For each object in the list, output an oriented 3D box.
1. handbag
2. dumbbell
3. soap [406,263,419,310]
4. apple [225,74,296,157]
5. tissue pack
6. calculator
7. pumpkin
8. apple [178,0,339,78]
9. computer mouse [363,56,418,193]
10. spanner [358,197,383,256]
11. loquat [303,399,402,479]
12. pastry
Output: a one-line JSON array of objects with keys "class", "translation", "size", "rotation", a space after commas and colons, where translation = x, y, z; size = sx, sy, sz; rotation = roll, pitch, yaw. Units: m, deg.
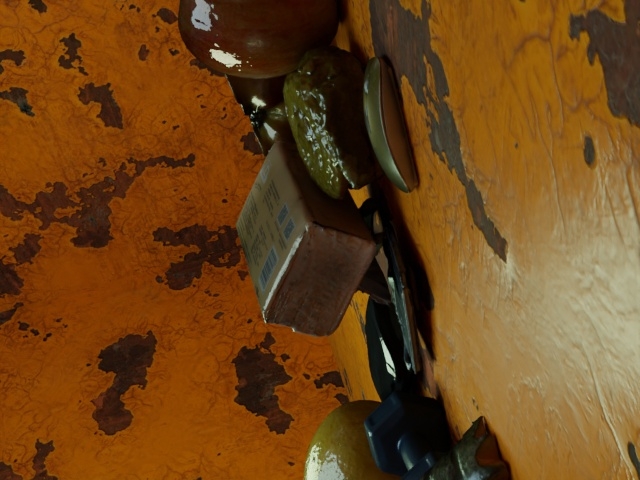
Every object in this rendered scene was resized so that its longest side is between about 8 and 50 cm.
[{"class": "handbag", "translation": [0.137, 0.235, 1.872], "size": [0.332, 0.075, 0.191], "rotation": [81, 171, -62]}, {"class": "dumbbell", "translation": [0.174, 0.375, 1.538], "size": [0.325, 0.144, 0.160], "rotation": [-126, 22, -74]}, {"class": "soap", "translation": [0.155, 0.079, 1.551], "size": [0.034, 0.012, 0.089], "rotation": [-109, 5, -59]}, {"class": "apple", "translation": [-0.123, -0.310, 1.844], "size": [0.295, 0.329, 0.365], "rotation": [-65, 24, 21]}, {"class": "tissue pack", "translation": [0.000, 0.000, 1.649], "size": [0.305, 0.239, 0.238], "rotation": [-113, 9, -55]}, {"class": "calculator", "translation": [0.136, 0.094, 1.565], "size": [0.274, 0.028, 0.165], "rotation": [77, -178, -48]}, {"class": "pumpkin", "translation": [0.202, 0.397, 1.307], "size": [0.130, 0.149, 0.254], "rotation": [-95, -8, -73]}, {"class": "apple", "translation": [-0.095, -0.407, 1.547], "size": [0.301, 0.302, 0.301], "rotation": [164, 90, -85]}, {"class": "computer mouse", "translation": [0.093, -0.161, 1.320], "size": [0.102, 0.045, 0.199], "rotation": [-134, 27, -74]}, {"class": "spanner", "translation": [0.089, -0.015, 1.828], "size": [0.325, 0.040, 0.095], "rotation": [113, 140, -80]}, {"class": "loquat", "translation": [0.093, 0.447, 1.820], "size": [0.275, 0.275, 0.274], "rotation": [164, 90, -85]}, {"class": "pastry", "translation": [0.033, -0.196, 1.495], "size": [0.240, 0.132, 0.235], "rotation": [67, 167, 0]}]
